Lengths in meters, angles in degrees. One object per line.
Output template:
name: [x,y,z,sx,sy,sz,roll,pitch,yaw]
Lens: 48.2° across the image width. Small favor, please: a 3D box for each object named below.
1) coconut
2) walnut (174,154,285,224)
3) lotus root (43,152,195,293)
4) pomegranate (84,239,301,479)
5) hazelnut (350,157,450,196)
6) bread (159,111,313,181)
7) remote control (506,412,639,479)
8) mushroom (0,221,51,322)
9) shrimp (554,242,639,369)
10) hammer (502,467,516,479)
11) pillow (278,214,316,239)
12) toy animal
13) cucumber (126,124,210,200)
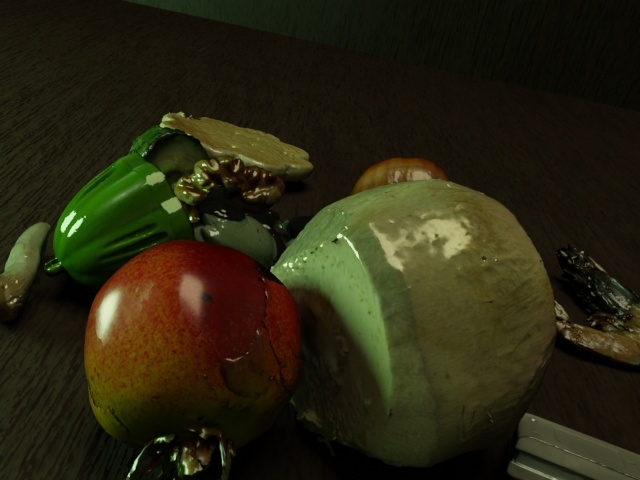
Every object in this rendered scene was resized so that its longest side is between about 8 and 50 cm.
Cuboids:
coconut: [0.102,0.079,0.747,0.254,0.297,0.297,-9,32,-33]
walnut: [-0.135,-0.055,1.080,0.170,0.143,0.069,0,36,-24]
lotus root: [-0.268,0.002,0.901,0.186,0.186,0.186,11,25,-5]
pomegranate: [-0.121,0.114,0.668,0.210,0.210,0.235,8,53,-11]
hazelnut: [0.132,-0.043,1.167,0.182,0.182,0.182,11,25,-5]
bread: [-0.162,-0.179,1.395,0.315,0.054,0.316,18,17,-5]
remote control: [0.327,0.258,0.721,0.277,0.056,0.103,19,5,15]
mushroom: [-0.370,0.030,0.881,0.054,0.059,0.202,24,22,-16]
shrimp: [0.411,0.095,1.121,0.222,0.054,0.290,4,34,-18]
hammer: [0.278,0.279,0.717,0.198,0.013,0.062,22,12,23]
pillow: [0.000,-0.001,1.138,0.090,0.048,0.150,3,29,-27]
toy animal: [-0.101,0.000,1.006,0.225,0.094,0.121,28,13,-46]
cucumber: [-0.269,-0.134,1.221,0.134,0.134,0.244,1,14,-24]
